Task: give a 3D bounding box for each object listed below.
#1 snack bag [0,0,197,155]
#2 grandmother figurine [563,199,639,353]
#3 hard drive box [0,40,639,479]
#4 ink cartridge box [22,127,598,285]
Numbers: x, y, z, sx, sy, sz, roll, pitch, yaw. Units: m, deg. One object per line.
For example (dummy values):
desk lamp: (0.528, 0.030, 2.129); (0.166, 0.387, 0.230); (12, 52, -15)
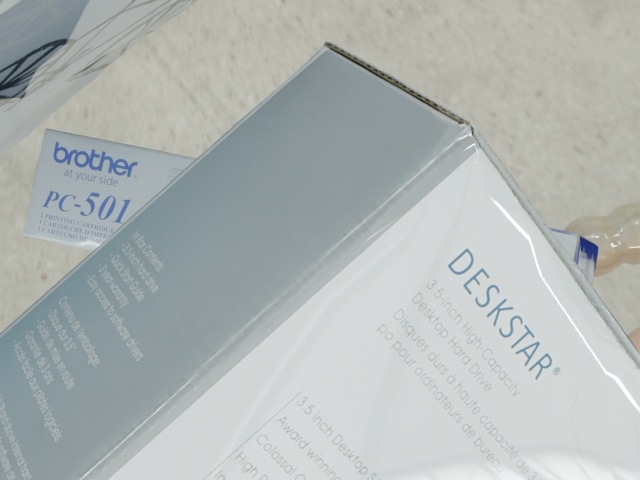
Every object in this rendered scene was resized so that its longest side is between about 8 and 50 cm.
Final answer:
snack bag: (-0.134, -0.040, 0.434); (0.343, 0.323, 0.037); (-33, 94, 23)
grandmother figurine: (0.198, 0.057, 0.620); (0.342, 0.104, 0.208); (-41, 97, -17)
hard drive box: (-0.017, 0.096, 0.381); (0.232, 0.089, 0.181); (-41, 120, -3)
ink cartridge box: (0.000, 0.000, 0.563); (0.207, 0.097, 0.046); (12, 91, 15)
